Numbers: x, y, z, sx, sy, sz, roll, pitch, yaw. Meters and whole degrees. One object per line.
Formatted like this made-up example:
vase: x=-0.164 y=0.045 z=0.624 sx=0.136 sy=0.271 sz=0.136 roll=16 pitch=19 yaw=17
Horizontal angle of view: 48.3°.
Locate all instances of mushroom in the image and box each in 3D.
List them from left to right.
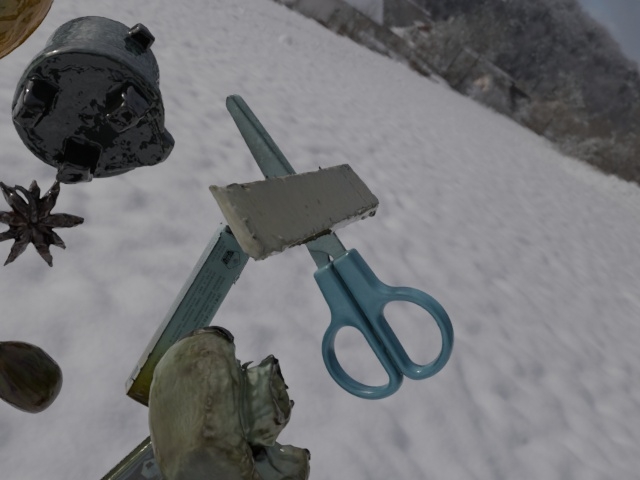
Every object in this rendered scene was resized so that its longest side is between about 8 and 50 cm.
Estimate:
mushroom: x=-0.138 y=0.266 z=0.951 sx=0.164 sy=0.189 sz=0.267 roll=-63 pitch=140 yaw=-60

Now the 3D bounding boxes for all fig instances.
fig: x=-0.481 y=0.205 z=1.135 sx=0.109 sy=0.155 sz=0.103 roll=1 pitch=45 yaw=20

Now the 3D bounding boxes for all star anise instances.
star anise: x=-0.570 y=-0.032 z=1.426 sx=0.195 sy=0.183 sz=0.065 roll=-8 pitch=11 yaw=-31

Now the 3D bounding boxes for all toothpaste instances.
toothpaste: x=-0.213 y=0.118 z=1.164 sx=0.071 sy=0.313 sz=0.089 roll=31 pitch=-7 yaw=-15

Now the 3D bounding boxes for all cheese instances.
cheese: x=-0.008 y=-0.042 z=0.815 sx=0.085 sy=0.034 sz=0.400 roll=54 pitch=21 yaw=6

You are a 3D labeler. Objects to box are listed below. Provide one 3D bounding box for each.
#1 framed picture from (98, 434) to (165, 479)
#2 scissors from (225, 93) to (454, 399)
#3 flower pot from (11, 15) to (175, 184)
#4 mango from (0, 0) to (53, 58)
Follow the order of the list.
framed picture: x=-0.300 y=0.436 z=1.177 sx=0.019 sy=0.296 sz=0.232 roll=34 pitch=-23 yaw=36
scissors: x=0.000 y=0.000 z=0.932 sx=0.447 sy=0.192 sz=0.029 roll=58 pitch=31 yaw=0
flower pot: x=-0.416 y=-0.257 z=1.362 sx=0.299 sy=0.299 sz=0.283 roll=26 pitch=32 yaw=-23
mango: x=-0.460 y=-0.244 z=0.819 sx=0.144 sy=0.359 sz=0.187 roll=60 pitch=5 yaw=-21
